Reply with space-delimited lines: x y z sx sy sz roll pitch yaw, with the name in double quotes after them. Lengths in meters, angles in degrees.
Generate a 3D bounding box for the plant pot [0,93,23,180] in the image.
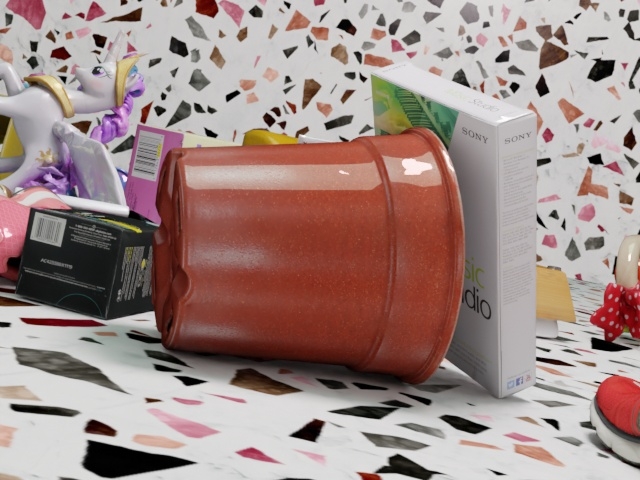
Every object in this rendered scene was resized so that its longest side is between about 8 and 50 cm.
-0.634 -0.150 2.014 0.212 0.212 0.187 12 -9 12 "plant pot"

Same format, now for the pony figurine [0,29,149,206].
-0.424 -0.137 1.732 0.363 0.351 0.303 -10 5 -17 "pony figurine"

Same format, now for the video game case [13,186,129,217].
-0.363 -0.019 1.564 0.157 0.019 0.143 10 -33 -19 "video game case"

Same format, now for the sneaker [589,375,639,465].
0.335 0.154 0.993 0.107 0.118 0.279 11 4 -11 "sneaker"

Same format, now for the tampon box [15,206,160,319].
-0.254 0.023 1.280 0.120 0.102 0.161 13 4 14 "tampon box"

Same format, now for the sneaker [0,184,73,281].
-0.366 0.009 1.368 0.136 0.116 0.314 42 4 12 "sneaker"

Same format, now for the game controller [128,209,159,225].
-0.184 0.021 1.509 0.166 0.067 0.319 41 -5 -17 "game controller"

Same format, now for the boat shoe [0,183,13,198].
-0.470 -0.038 1.471 0.178 0.064 0.060 -16 -15 29 "boat shoe"

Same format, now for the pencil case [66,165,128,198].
-0.454 -0.104 2.281 0.133 0.119 0.306 41 -6 -19 "pencil case"

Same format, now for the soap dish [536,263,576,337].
0.267 0.074 1.881 0.228 0.118 0.291 10 3 -21 "soap dish"

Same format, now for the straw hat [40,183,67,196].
-0.559 -0.096 2.250 0.061 0.144 0.144 -30 9 -4 "straw hat"

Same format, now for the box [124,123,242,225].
-0.235 -0.087 2.025 0.117 0.214 0.243 15 6 33 "box"

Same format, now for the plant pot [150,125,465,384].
-0.029 0.013 1.131 0.265 0.273 0.272 1 7 -16 "plant pot"

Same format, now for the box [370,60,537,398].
0.146 -0.016 1.224 0.058 0.322 0.232 -17 28 -25 "box"

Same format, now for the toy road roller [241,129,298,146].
-0.032 -0.036 1.711 0.329 0.241 0.202 15 6 39 "toy road roller"

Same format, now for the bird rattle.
0.559 0.092 1.991 0.143 0.207 0.253 -8 -19 38 "bird rattle"

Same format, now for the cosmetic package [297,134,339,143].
0.000 0.000 1.325 0.098 0.239 0.060 12 4 1 "cosmetic package"
